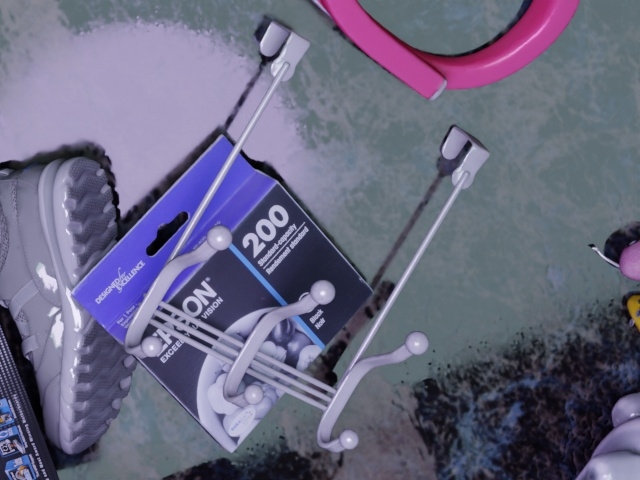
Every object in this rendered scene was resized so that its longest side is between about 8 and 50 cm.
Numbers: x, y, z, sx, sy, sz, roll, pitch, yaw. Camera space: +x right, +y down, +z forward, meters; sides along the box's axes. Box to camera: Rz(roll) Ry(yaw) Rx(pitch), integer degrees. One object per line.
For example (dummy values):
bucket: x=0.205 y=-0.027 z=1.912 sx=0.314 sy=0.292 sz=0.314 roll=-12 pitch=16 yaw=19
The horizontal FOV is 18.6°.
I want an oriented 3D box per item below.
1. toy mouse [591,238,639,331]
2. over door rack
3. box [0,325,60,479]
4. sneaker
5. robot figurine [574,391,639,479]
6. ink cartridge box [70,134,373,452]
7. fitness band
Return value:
toy mouse: x=0.329 y=0.041 z=1.808 sx=0.161 sy=0.031 sz=0.143 roll=41 pitch=133 yaw=6
over door rack: x=0.000 y=0.000 z=1.712 sx=0.239 sy=0.108 sz=0.324 roll=29 pitch=82 yaw=-28
box: x=-0.350 y=0.190 z=1.692 sx=0.216 sy=0.060 sz=0.270 roll=-19 pitch=67 yaw=-14
sneaker: x=-0.242 y=0.057 z=1.792 sx=0.115 sy=0.105 sz=0.281 roll=6 pitch=105 yaw=29
robot figurine: x=0.377 y=0.249 z=1.767 sx=0.354 sy=0.300 sz=0.199 roll=-1 pitch=142 yaw=-32
ink cartridge box: x=-0.084 y=0.048 z=1.761 sx=0.206 sy=0.045 sz=0.208 roll=-48 pitch=112 yaw=-14
fitness band: x=0.109 y=-0.243 z=1.708 sx=0.209 sy=0.054 sz=0.291 roll=-47 pitch=130 yaw=10
